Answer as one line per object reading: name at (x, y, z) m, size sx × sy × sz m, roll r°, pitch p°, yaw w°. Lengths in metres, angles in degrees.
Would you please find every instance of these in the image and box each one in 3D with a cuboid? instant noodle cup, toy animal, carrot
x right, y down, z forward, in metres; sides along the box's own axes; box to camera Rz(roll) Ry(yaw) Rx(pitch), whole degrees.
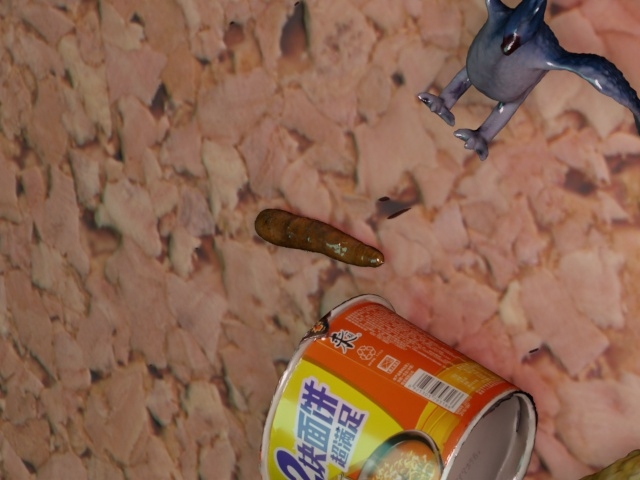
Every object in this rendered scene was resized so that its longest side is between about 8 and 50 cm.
instant noodle cup at (0.076, 0.173, 1.544) m, size 0.174 × 0.213 × 0.213 m, roll 24°, pitch 120°, yaw 30°
toy animal at (0.158, -0.145, 1.336) m, size 0.239 × 0.255 × 0.176 m, roll 39°, pitch 111°, yaw 2°
carrot at (0.000, -0.001, 1.676) m, size 0.165 × 0.036 × 0.035 m, roll 16°, pitch 115°, yaw 40°

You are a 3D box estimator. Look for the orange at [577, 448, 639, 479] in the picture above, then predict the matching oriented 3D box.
orange at (0.269, 0.304, 1.377) m, size 0.369 × 0.210 × 0.271 m, roll -36°, pitch 75°, yaw 44°
